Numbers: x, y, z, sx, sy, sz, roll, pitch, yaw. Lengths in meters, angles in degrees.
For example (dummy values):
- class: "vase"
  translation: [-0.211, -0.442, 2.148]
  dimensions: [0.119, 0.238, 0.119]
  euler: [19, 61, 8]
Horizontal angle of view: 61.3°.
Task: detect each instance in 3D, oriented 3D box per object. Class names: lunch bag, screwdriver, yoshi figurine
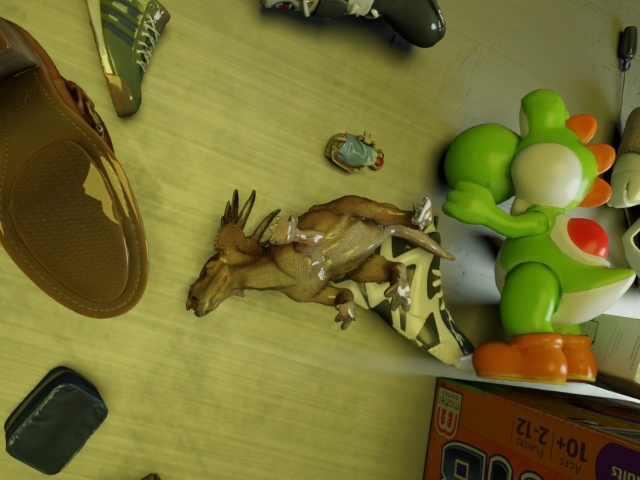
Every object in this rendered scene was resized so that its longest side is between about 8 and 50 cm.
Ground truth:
- class: "lunch bag"
  translation: [-0.277, 0.186, 0.560]
  dimensions: [0.098, 0.065, 0.067]
  euler: [-50, 118, -16]
- class: "screwdriver"
  translation: [0.487, -0.259, 0.869]
  dimensions: [0.024, 0.025, 0.170]
  euler: [8, 93, -19]
- class: "yoshi figurine"
  translation: [0.243, -0.007, 0.691]
  dimensions: [0.202, 0.203, 0.363]
  euler: [5, 79, -4]

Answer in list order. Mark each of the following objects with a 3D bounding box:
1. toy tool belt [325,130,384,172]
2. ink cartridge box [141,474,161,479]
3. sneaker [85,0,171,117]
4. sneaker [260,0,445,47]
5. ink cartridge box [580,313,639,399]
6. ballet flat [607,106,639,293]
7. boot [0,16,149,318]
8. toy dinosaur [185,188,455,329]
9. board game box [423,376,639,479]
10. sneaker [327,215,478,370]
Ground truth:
- class: "toy tool belt"
  translation: [0.051, -0.112, 0.692]
  dimensions: [0.083, 0.051, 0.052]
  euler: [17, 82, -17]
- class: "ink cartridge box"
  translation: [-0.202, 0.407, 0.561]
  dimensions: [0.193, 0.088, 0.235]
  euler: [-30, 96, -17]
- class: "sneaker"
  translation: [-0.209, -0.240, 0.603]
  dimensions: [0.086, 0.064, 0.192]
  euler: [-14, 88, -14]
- class: "sneaker"
  translation: [0.002, -0.323, 0.666]
  dimensions: [0.330, 0.122, 0.146]
  euler: [35, 95, -15]
- class: "ink cartridge box"
  translation: [0.401, 0.156, 0.722]
  dimensions: [0.139, 0.190, 0.082]
  euler: [28, 80, -15]
- class: "ballet flat"
  translation: [0.499, -0.042, 0.815]
  dimensions: [0.106, 0.107, 0.316]
  euler: [-18, 92, -11]
- class: "boot"
  translation: [-0.238, -0.068, 0.506]
  dimensions: [0.109, 0.220, 0.284]
  euler: [-36, 96, -6]
- class: "toy dinosaur"
  translation: [0.000, 0.000, 0.597]
  dimensions: [0.295, 0.200, 0.127]
  euler: [-14, 109, -24]
- class: "board game box"
  translation: [0.351, 0.381, 0.606]
  dimensions: [0.355, 0.356, 0.357]
  euler: [11, 84, -17]
- class: "sneaker"
  translation: [0.137, 0.052, 0.689]
  dimensions: [0.234, 0.094, 0.153]
  euler: [34, 86, -4]
